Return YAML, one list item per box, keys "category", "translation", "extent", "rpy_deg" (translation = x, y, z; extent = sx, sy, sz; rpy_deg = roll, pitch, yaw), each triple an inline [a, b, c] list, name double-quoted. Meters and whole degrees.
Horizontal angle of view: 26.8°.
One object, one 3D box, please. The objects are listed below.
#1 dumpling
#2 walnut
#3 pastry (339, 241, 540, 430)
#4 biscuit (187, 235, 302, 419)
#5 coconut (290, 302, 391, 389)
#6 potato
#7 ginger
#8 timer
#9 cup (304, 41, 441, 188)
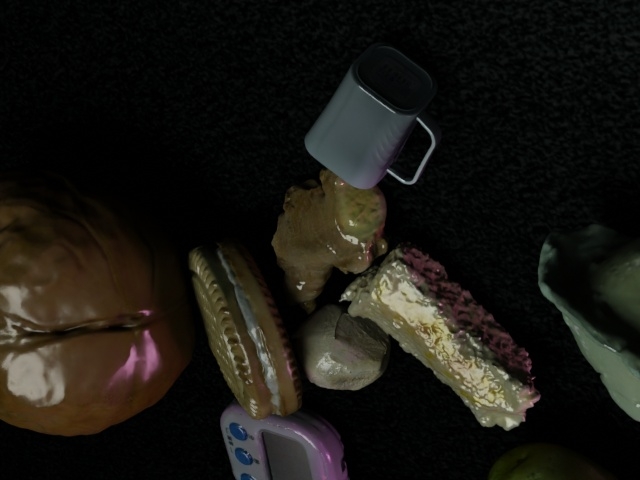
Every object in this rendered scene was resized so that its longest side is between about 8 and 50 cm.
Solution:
- category: "dumpling"
  translation: [0.375, 0.088, 1.299]
  extent: [0.321, 0.211, 0.270]
  rpy_deg: [2, 164, 21]
- category: "walnut"
  translation: [-0.349, 0.075, 1.778]
  extent: [0.398, 0.308, 0.354]
  rpy_deg: [17, 106, 42]
- category: "pastry"
  translation: [0.153, 0.111, 1.574]
  extent: [0.258, 0.089, 0.121]
  rpy_deg: [39, 145, 1]
- category: "biscuit"
  translation: [-0.099, 0.114, 1.709]
  extent: [0.259, 0.079, 0.259]
  rpy_deg: [158, 90, -79]
- category: "coconut"
  translation: [0.021, 0.131, 1.670]
  extent: [0.124, 0.110, 0.110]
  rpy_deg: [8, 147, -24]
- category: "potato"
  translation: [0.309, 0.379, 1.602]
  extent: [0.216, 0.216, 0.304]
  rpy_deg: [-15, 105, 46]
- category: "ginger"
  translation: [-0.002, -0.005, 1.608]
  extent: [0.213, 0.074, 0.137]
  rpy_deg: [-41, 73, 52]
- category: "timer"
  translation: [-0.048, 0.313, 1.934]
  extent: [0.191, 0.069, 0.208]
  rpy_deg: [15, 132, 29]
- category: "cup"
  translation: [0.066, -0.122, 1.431]
  extent: [0.128, 0.095, 0.129]
  rpy_deg: [38, 139, 5]
